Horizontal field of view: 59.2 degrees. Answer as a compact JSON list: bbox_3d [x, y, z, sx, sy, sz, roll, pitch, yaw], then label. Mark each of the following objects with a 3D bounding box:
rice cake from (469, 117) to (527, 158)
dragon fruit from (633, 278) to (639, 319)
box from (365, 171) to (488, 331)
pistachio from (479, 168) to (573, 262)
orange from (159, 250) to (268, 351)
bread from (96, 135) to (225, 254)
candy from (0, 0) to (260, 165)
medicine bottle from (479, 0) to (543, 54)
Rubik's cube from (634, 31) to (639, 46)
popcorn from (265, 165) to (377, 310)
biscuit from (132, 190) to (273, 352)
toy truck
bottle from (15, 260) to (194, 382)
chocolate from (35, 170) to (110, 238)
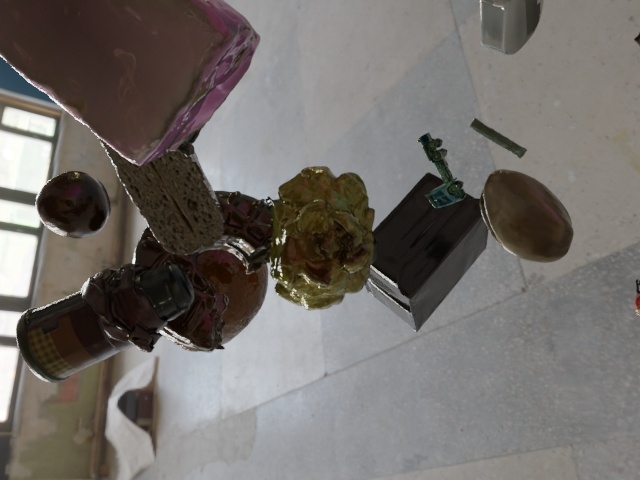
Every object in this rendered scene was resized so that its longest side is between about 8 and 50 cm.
[{"bbox_3d":[0.350,-0.202,1.112,0.121,0.021,0.022,34,113,8],"label":"rice cake"},{"bbox_3d":[0.696,0.132,1.178,0.081,0.086,0.116,-40,65,52],"label":"dragon fruit"},{"bbox_3d":[0.289,0.034,1.589,0.204,0.251,0.345,36,74,29],"label":"box"},{"bbox_3d":[0.426,-0.050,1.179,0.137,0.153,0.237,91,159,-54],"label":"pistachio"},{"bbox_3d":[-0.318,0.129,1.562,0.357,0.322,0.322,-57,35,5],"label":"orange"},{"bbox_3d":[-0.240,-0.142,0.784,0.337,0.102,0.183,68,174,-33],"label":"bread"},{"bbox_3d":[-0.197,-0.204,0.501,0.155,0.265,0.116,-50,0,20],"label":"candy"},{"bbox_3d":[0.280,-0.366,0.817,0.069,0.183,0.119,33,80,25],"label":"medicine bottle"},{"bbox_3d":[0.923,-0.441,1.202,0.283,0.289,0.293,118,160,-46],"label":"Rubik's cube"},{"bbox_3d":[0.000,0.000,1.084,0.252,0.215,0.286,-49,-37,-63],"label":"popcorn"},{"bbox_3d":[-0.231,0.032,1.149,0.366,0.268,0.115,-58,1,-37],"label":"biscuit"},{"bbox_3d":[0.267,-0.161,1.316,0.081,0.067,0.175,-26,94,30],"label":"toy truck"},{"bbox_3d":[-0.340,0.126,0.922,0.143,0.271,0.156,74,172,-83],"label":"bottle"},{"bbox_3d":[-0.607,-0.083,1.367,0.177,0.177,0.176,-25,60,52],"label":"chocolate"}]
